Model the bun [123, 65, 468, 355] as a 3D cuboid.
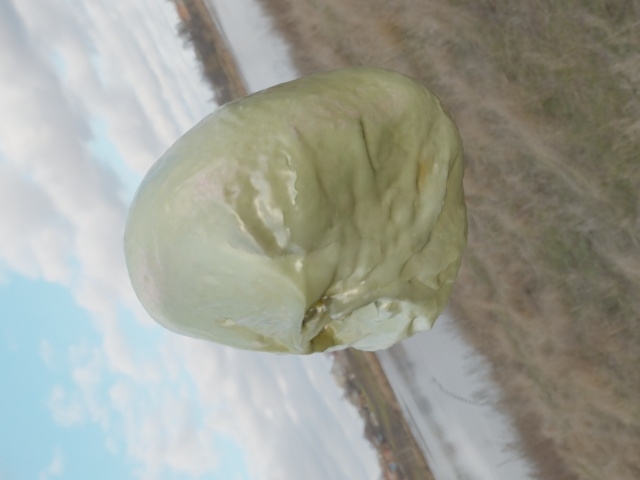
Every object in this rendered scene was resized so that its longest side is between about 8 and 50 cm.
[{"bbox_3d":[0.000,0.000,0.821,0.213,0.361,0.361,55,175,37],"label":"bun"}]
